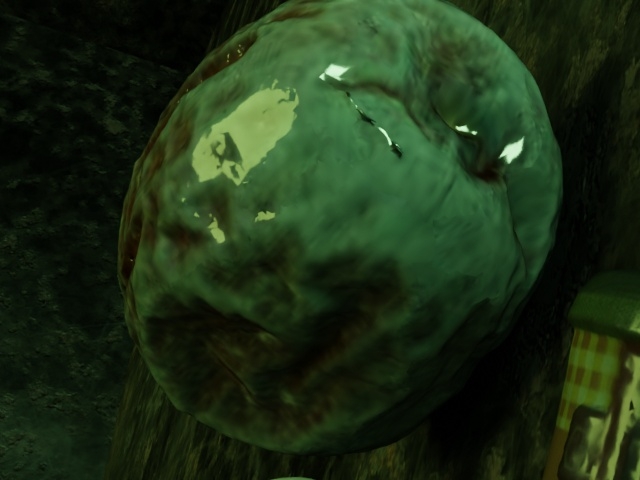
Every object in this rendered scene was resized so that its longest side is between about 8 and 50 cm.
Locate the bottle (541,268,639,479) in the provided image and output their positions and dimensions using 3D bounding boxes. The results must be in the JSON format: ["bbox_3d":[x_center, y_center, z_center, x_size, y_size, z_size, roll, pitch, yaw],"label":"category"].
[{"bbox_3d":[0.107,0.151,0.558,0.156,0.143,0.271,-177,103,-78],"label":"bottle"}]

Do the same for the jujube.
[{"bbox_3d":[0.005,-0.005,1.029,0.308,0.246,0.215,-42,19,47],"label":"jujube"}]

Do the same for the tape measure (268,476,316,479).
[{"bbox_3d":[-0.039,0.258,0.961,0.265,0.130,0.258,-43,27,25],"label":"tape measure"}]
